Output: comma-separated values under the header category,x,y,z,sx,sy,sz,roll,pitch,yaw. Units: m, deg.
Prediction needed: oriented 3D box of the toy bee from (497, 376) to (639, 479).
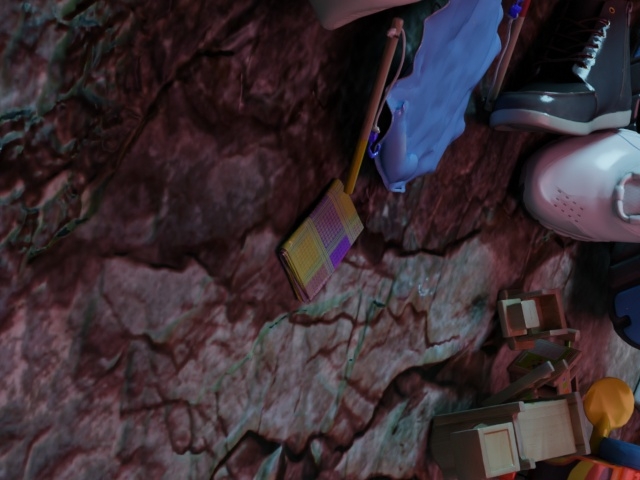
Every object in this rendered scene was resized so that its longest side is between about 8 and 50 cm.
category,x,y,z,sx,sy,sz,roll,pitch,yaw
toy bee,0.260,0.223,1.405,0.298,0.162,0.195,83,27,-66

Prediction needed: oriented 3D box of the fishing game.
category,x,y,z,sx,sy,sz,roll,pitch,yaw
fishing game,0.088,-0.124,1.098,0.264,0.041,0.189,-35,147,-51

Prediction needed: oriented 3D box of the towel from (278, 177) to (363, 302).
category,x,y,z,sx,sy,sz,roll,pitch,yaw
towel,0.000,0.000,1.077,0.083,0.009,0.060,-53,137,-27

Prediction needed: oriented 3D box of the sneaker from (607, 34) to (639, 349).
category,x,y,z,sx,sy,sz,roll,pitch,yaw
sneaker,0.340,-0.063,1.437,0.139,0.125,0.341,-11,111,-80

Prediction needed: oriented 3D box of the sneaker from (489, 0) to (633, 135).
category,x,y,z,sx,sy,sz,roll,pitch,yaw
sneaker,0.209,-0.154,1.247,0.222,0.083,0.118,-16,110,-59

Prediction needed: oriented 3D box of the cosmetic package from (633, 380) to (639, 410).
category,x,y,z,sx,sy,sz,roll,pitch,yaw
cosmetic package,0.475,0.145,1.626,0.151,0.151,0.183,39,70,-50

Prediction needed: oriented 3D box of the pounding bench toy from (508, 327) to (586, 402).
category,x,y,z,sx,sy,sz,roll,pitch,yaw
pounding bench toy,0.228,0.131,1.384,0.083,0.052,0.065,-41,132,-36

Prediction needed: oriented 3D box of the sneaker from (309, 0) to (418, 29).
category,x,y,z,sx,sy,sz,roll,pitch,yaw
sneaker,0.094,-0.265,1.018,0.350,0.131,0.148,-34,107,-53

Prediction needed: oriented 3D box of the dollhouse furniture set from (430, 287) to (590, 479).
category,x,y,z,sx,sy,sz,roll,pitch,yaw
dollhouse furniture set,0.138,0.125,1.263,0.182,0.101,0.161,1,77,-52

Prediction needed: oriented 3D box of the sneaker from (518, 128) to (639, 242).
category,x,y,z,sx,sy,sz,roll,pitch,yaw
sneaker,0.328,-0.042,1.291,0.129,0.297,0.111,-150,-114,-82
